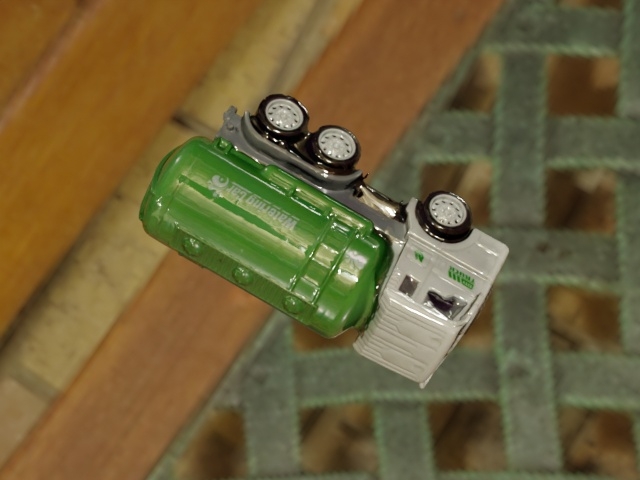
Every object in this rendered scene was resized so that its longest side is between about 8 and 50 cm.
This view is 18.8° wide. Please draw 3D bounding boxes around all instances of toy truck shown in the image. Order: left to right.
[{"bbox_3d":[0.000,0.000,1.335,0.125,0.242,0.101,-60,178,-40],"label":"toy truck"}]
